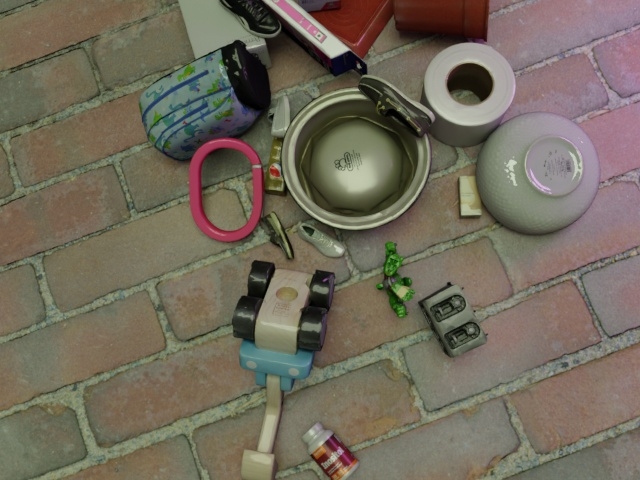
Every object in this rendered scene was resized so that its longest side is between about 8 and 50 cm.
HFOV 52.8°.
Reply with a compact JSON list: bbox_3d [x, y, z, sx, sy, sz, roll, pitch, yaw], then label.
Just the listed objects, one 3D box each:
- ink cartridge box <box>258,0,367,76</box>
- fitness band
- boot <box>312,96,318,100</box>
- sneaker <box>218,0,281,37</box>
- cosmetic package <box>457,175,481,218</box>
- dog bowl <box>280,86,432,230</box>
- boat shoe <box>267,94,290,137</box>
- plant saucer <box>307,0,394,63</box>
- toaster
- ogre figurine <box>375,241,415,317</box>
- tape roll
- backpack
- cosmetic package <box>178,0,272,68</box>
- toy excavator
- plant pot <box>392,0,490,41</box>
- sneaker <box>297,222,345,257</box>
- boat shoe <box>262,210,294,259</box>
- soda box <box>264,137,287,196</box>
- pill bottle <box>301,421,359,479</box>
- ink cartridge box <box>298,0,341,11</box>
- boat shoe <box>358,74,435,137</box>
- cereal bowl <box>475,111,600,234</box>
[{"bbox_3d":[-0.020,-0.582,1.857,0.371,0.176,0.069,40,92,5],"label":"ink cartridge box"},{"bbox_3d":[-0.262,-0.140,1.799,0.208,0.054,0.291,2,106,2],"label":"fitness band"},{"bbox_3d":[0.035,-0.403,1.875,0.114,0.037,0.106,-9,33,1],"label":"boot"},{"bbox_3d":[-0.206,-0.651,1.774,0.216,0.121,0.079,36,81,8],"label":"sneaker"},{"bbox_3d":[0.418,-0.121,1.808,0.060,0.041,0.115,-2,78,4],"label":"cosmetic package"},{"bbox_3d":[0.099,-0.211,1.796,0.407,0.150,0.408,-1,79,4],"label":"dog bowl"},{"bbox_3d":[-0.121,-0.356,1.854,0.063,0.066,0.184,-1,50,-5],"label":"boat shoe"},{"bbox_3d":[0.076,-0.704,1.957,0.258,0.048,0.259,32,81,10],"label":"plant saucer"},{"bbox_3d":[0.342,0.204,1.683,0.110,0.186,0.168,-26,85,1],"label":"toaster"},{"bbox_3d":[0.199,0.110,1.735,0.096,0.118,0.197,-27,79,-6],"label":"ogre figurine"},{"bbox_3d":[0.405,-0.403,1.805,0.246,0.169,0.246,-1,78,5],"label":"tape roll"},{"bbox_3d":[-0.333,-0.379,1.805,0.355,0.290,0.274,-8,87,10],"label":"backpack"},{"bbox_3d":[-0.303,-0.681,1.923,0.217,0.156,0.385,-19,76,-2],"label":"cosmetic package"},{"bbox_3d":[-0.105,0.339,1.672,0.222,0.446,0.433,8,37,7],"label":"toy excavator"},{"bbox_3d":[0.349,-0.705,1.841,0.264,0.272,0.273,3,78,13],"label":"plant pot"},{"bbox_3d":[0.000,0.000,1.803,0.152,0.061,0.054,29,80,8],"label":"sneaker"},{"bbox_3d":[-0.120,-0.008,1.820,0.049,0.056,0.152,-26,68,3],"label":"boat shoe"},{"bbox_3d":[-0.116,-0.224,1.861,0.061,0.058,0.182,9,78,6],"label":"soda box"},{"bbox_3d":[0.022,0.549,1.670,0.086,0.086,0.152,-43,78,-5],"label":"pill bottle"},{"bbox_3d":[-0.012,-0.769,1.862,0.128,0.176,0.128,-5,77,3],"label":"ink cartridge box"},{"bbox_3d":[0.190,-0.356,1.702,0.227,0.081,0.069,33,78,7],"label":"boat shoe"},{"bbox_3d":[0.597,-0.189,1.730,0.338,0.141,0.339,0,85,-3],"label":"cereal bowl"}]
